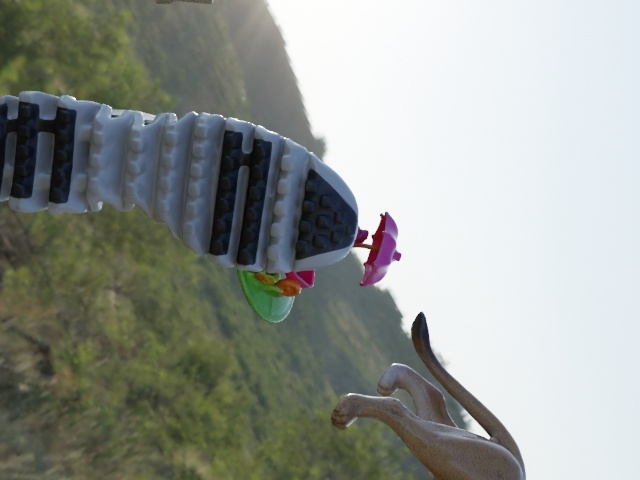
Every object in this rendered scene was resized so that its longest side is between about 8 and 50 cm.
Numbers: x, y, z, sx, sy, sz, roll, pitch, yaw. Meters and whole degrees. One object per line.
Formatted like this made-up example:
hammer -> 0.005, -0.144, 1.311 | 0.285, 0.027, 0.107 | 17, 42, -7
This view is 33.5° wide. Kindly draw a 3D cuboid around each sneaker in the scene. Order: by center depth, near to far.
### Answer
sneaker -> -0.109, -0.053, 0.824 | 0.118, 0.292, 0.110 | -45, 150, -79

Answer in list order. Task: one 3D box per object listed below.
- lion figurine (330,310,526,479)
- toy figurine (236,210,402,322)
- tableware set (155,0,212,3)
lion figurine -> 0.086, 0.274, 0.943 | 0.240, 0.392, 0.142 | 26, -13, 20
toy figurine -> 0.000, 0.000, 1.100 | 0.173, 0.159, 0.130 | 51, 37, -47
tableware set -> -0.162, -0.261, 0.902 | 0.168, 0.141, 0.020 | 95, 11, -61
